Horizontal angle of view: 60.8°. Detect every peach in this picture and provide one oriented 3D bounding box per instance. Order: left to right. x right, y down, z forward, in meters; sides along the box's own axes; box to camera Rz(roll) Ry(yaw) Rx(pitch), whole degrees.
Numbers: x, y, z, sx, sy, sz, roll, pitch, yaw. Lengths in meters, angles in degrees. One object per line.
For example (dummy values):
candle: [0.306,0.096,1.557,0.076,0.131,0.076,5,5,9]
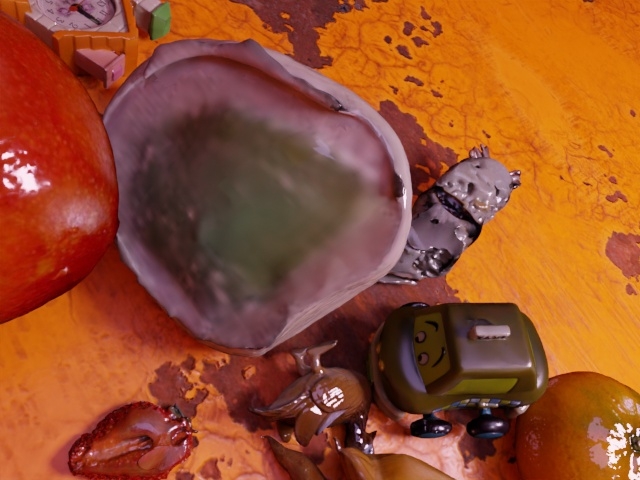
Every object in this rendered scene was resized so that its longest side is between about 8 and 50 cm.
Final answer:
peach: [-0.405,-0.080,0.582,0.389,0.388,0.388,9,62,-17]

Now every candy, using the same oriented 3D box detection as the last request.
candy: [-0.106,-0.063,0.711,0.427,0.386,0.186,41,18,7]

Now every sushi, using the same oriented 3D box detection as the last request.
sushi: [0.217,-0.037,0.927,0.124,0.130,0.332,44,59,5]

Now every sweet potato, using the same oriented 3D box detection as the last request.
sweet potato: [-0.008,0.323,0.708,0.195,0.056,0.056,45,58,13]

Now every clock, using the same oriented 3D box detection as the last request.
clock: [-0.400,-0.376,0.881,0.255,0.106,0.219,33,58,-3]

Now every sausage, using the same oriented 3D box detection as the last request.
sausage: [0.146,0.354,0.713,0.328,0.112,0.112,30,58,-7]

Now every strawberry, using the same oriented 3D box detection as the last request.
strawberry: [-0.225,0.248,0.664,0.152,0.048,0.103,-11,65,-28]

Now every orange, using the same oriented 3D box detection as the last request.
orange: [0.406,0.310,0.797,0.240,0.171,0.240,9,62,-17]

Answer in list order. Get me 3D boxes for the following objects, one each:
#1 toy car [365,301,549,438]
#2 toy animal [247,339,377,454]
toy car: [0.198,0.158,0.764,0.248,0.198,0.204,0,60,-5]
toy animal: [-0.005,0.234,0.739,0.188,0.089,0.179,-14,85,-32]
